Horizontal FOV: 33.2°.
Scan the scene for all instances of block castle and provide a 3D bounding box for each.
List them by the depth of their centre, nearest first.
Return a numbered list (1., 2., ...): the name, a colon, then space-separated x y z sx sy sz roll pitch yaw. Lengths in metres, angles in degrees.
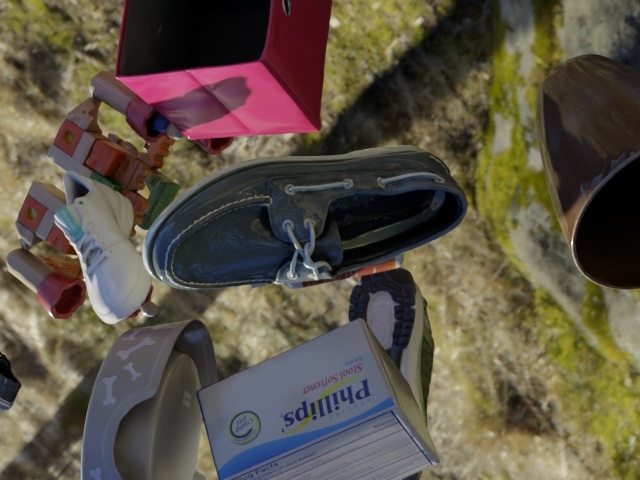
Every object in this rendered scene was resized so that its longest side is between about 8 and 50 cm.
1. block castle: -0.356 -0.070 2.006 0.213 0.453 0.303 33 -169 23

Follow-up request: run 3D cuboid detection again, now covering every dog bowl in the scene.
1. dog bowl: -0.241 0.283 1.543 0.102 0.349 0.349 5 139 9

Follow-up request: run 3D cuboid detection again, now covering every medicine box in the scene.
1. medicine box: 0.004 0.274 1.562 0.289 0.263 0.149 57 -170 -57

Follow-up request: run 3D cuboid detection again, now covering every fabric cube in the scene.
1. fabric cube: -0.145 -0.330 1.733 0.259 0.254 0.258 -2 161 20

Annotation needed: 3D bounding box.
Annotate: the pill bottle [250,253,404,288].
1. pill bottle: 0.000 0.000 1.488 0.216 0.121 0.121 -12 136 -2

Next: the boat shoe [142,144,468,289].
1. boat shoe: -0.007 -0.016 1.018 0.099 0.319 0.116 -137 38 -54

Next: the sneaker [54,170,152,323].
1. sneaker: -0.243 0.002 1.146 0.094 0.080 0.212 44 -169 -39

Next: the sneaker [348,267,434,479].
1. sneaker: 0.147 0.257 1.846 0.158 0.410 0.182 0 171 32

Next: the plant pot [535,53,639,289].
1. plant pot: 0.334 -0.102 1.191 0.230 0.215 0.215 -110 6 -45

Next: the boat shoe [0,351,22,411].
1. boat shoe: -0.413 0.165 1.366 0.049 0.040 0.142 34 -176 -41
